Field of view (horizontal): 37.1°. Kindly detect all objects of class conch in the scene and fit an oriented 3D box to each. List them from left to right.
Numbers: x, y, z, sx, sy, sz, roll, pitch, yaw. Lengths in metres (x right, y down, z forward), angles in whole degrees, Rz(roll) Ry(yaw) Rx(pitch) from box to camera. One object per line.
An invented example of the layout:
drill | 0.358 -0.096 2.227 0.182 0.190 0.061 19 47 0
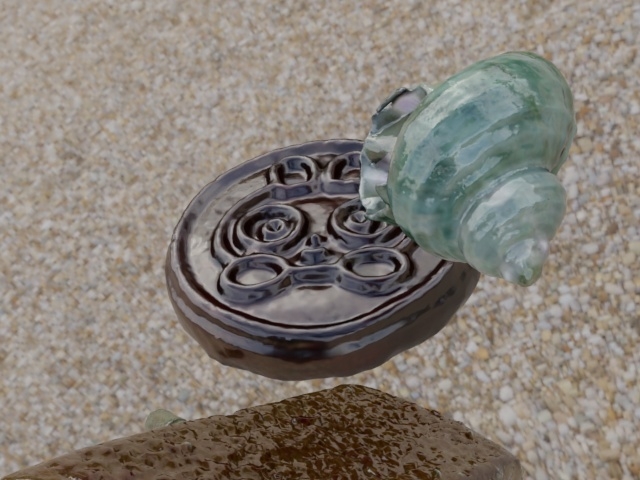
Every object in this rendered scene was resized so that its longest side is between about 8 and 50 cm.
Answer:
conch | 0.127 -0.067 0.831 0.220 0.195 0.277 -43 46 17

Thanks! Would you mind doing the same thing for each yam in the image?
yam | -0.180 0.225 1.130 0.043 0.043 0.094 -52 18 -18

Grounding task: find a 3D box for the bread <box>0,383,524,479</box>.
bread | -0.007 0.177 0.590 0.165 0.416 0.113 24 100 26

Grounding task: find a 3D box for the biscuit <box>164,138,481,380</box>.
biscuit | 0.000 0.000 1.208 0.407 0.091 0.407 -7 39 6
